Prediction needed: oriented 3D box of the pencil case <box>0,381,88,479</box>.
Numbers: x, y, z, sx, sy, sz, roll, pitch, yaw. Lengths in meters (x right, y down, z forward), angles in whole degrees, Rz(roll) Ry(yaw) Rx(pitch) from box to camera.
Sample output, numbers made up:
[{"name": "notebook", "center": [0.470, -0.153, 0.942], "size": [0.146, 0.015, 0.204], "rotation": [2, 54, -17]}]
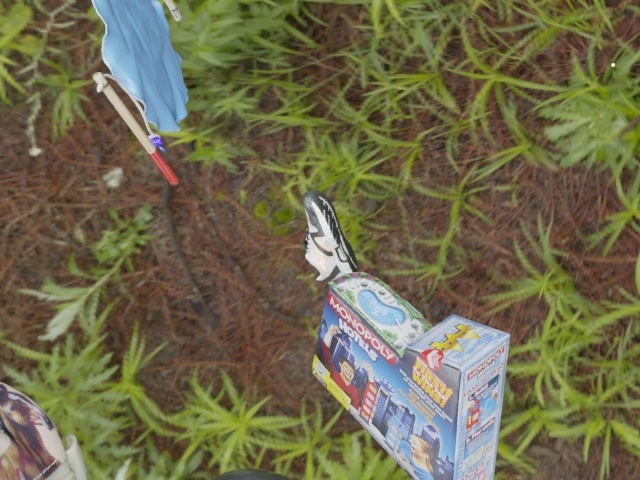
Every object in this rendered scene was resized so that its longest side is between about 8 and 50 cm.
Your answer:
[{"name": "pencil case", "center": [-0.268, 0.211, 0.587], "size": [0.183, 0.410, 0.160], "rotation": [5, 102, 3]}]

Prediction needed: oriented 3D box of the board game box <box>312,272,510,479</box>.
[{"name": "board game box", "center": [0.084, 0.114, 0.879], "size": [0.194, 0.060, 0.194], "rotation": [44, 148, 24]}]

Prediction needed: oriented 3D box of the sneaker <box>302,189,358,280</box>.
[{"name": "sneaker", "center": [0.000, 0.000, 0.952], "size": [0.043, 0.040, 0.109], "rotation": [-11, 128, 16]}]

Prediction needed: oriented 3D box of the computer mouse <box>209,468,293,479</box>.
[{"name": "computer mouse", "center": [-0.024, 0.333, 1.255], "size": [0.272, 0.188, 0.072], "rotation": [16, 89, -1]}]

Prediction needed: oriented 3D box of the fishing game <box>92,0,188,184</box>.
[{"name": "fishing game", "center": [-0.170, -0.183, 0.911], "size": [0.041, 0.189, 0.264], "rotation": [-17, 50, 12]}]
